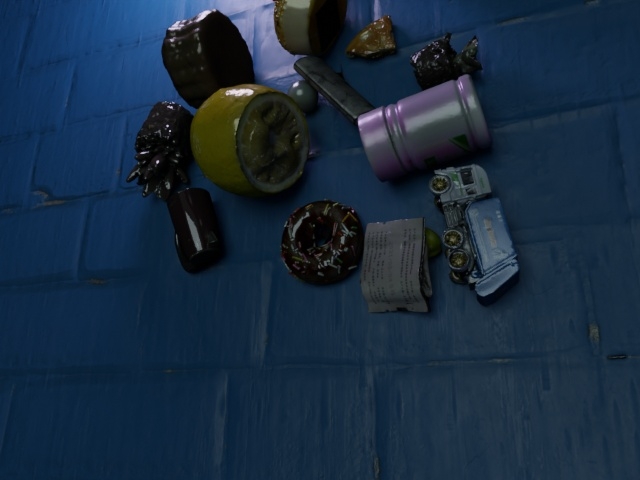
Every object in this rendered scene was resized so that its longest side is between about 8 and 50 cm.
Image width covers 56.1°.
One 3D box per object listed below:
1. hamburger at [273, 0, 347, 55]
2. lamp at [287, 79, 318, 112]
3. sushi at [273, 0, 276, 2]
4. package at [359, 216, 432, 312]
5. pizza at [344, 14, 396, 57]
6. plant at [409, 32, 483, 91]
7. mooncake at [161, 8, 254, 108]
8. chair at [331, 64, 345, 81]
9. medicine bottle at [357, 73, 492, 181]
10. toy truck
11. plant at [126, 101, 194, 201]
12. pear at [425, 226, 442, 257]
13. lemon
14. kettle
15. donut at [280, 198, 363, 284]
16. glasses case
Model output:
[{"bbox_3d":[-0.042,-0.741,1.946,0.179,0.276,0.294,23,69,22],"label":"hamburger"},{"bbox_3d":[-0.056,-0.467,1.947,0.105,0.105,0.105,-8,69,22],"label":"lamp"},{"bbox_3d":[-0.050,-0.960,2.116,0.332,0.130,0.124,-47,65,9],"label":"sushi"},{"bbox_3d":[0.200,0.070,1.616,0.204,0.062,0.250,-5,86,40],"label":"package"},{"bbox_3d":[0.185,-0.640,1.930,0.182,0.062,0.161,-49,53,-4],"label":"pizza"},{"bbox_3d":[0.373,-0.521,1.757,0.203,0.131,0.142,-19,62,15],"label":"plant"},{"bbox_3d":[-0.377,-0.595,2.018,0.187,0.324,0.323,-5,70,24],"label":"mooncake"},{"bbox_3d":[0.059,-0.531,1.955,0.042,0.037,0.086,-17,61,5],"label":"chair"},{"bbox_3d":[0.291,-0.307,1.670,0.326,0.212,0.212,-19,65,16],"label":"medicine bottle"},{"bbox_3d":[0.396,-0.019,1.561,0.175,0.146,0.367,-15,69,11],"label":"toy truck"},{"bbox_3d":[-0.550,-0.308,2.072,0.194,0.181,0.320,3,68,25],"label":"plant"},{"bbox_3d":[0.284,0.006,1.636,0.097,0.092,0.092,21,78,-13],"label":"pear"},{"bbox_3d":[-0.237,-0.305,1.843,0.364,0.364,0.364,-8,69,22],"label":"lemon"},{"bbox_3d":[-0.412,-0.024,1.933,0.202,0.144,0.232,-36,62,31],"label":"kettle"},{"bbox_3d":[0.000,0.000,1.755,0.270,0.103,0.269,-8,71,22],"label":"donut"},{"bbox_3d":[0.045,-0.469,1.880,0.299,0.114,0.060,46,133,21],"label":"glasses case"}]
